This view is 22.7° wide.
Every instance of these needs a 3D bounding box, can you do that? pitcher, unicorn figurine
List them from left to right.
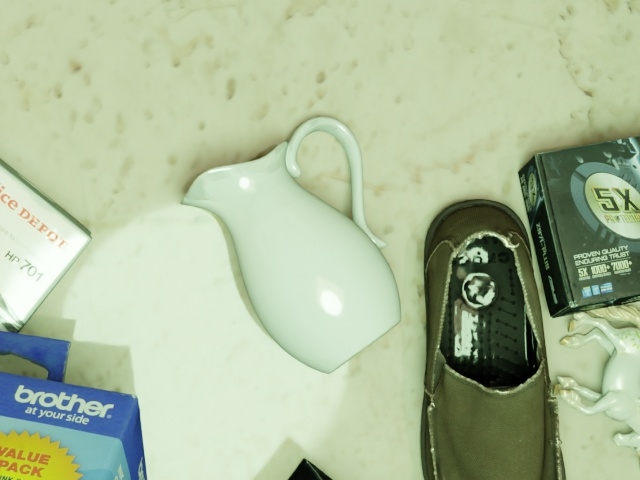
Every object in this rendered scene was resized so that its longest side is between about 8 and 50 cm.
[{"bbox_3d":[0.000,0.000,1.448,0.177,0.125,0.207,-34,84,-21],"label":"pitcher"},{"bbox_3d":[0.278,0.137,1.510,0.111,0.060,0.162,13,93,-4],"label":"unicorn figurine"}]

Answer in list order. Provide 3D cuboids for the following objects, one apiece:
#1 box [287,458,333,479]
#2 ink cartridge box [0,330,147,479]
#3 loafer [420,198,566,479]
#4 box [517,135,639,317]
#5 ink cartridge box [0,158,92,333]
[{"bbox_3d":[0.027,0.291,1.432,0.158,0.156,0.093,40,87,-7],"label":"box"},{"bbox_3d":[-0.298,0.240,1.240,0.269,0.395,0.151,9,132,7],"label":"ink cartridge box"},{"bbox_3d":[0.147,0.146,1.449,0.133,0.130,0.366,-9,90,5],"label":"loafer"},{"bbox_3d":[0.292,-0.018,1.486,0.180,0.077,0.147,-9,80,-7],"label":"box"},{"bbox_3d":[-0.315,0.027,1.417,0.139,0.082,0.191,39,88,-7],"label":"ink cartridge box"}]
